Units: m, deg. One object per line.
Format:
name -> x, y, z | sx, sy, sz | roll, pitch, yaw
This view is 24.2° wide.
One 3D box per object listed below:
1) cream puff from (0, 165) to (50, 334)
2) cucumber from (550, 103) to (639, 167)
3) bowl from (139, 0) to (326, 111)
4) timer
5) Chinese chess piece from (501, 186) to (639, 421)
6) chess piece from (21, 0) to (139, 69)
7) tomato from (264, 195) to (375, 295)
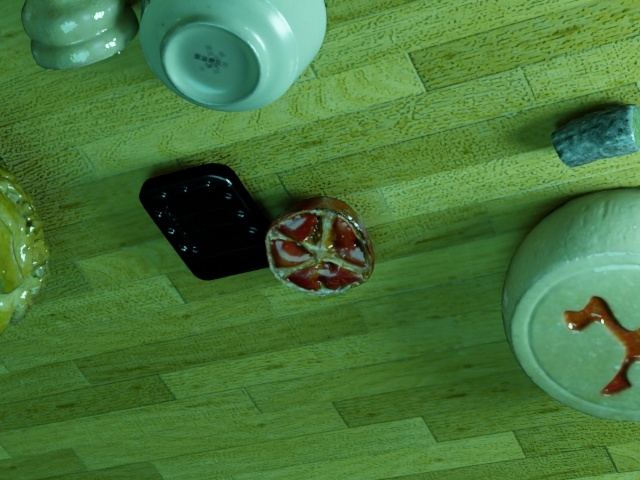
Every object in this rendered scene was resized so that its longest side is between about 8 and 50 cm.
cream puff -> -0.526, -0.012, 2.055 | 0.327, 0.231, 0.343 | 37, 137, -11
cucumber -> 0.339, -0.128, 1.827 | 0.112, 0.064, 0.064 | -14, 127, 30
bowl -> -0.117, -0.247, 1.802 | 0.238, 0.126, 0.237 | 7, 133, 7
timer -> -0.148, -0.029, 2.061 | 0.144, 0.055, 0.187 | -12, 131, 25
Chinese chess piece -> 0.407, 0.088, 1.951 | 0.338, 0.140, 0.338 | 7, 133, 8
chess piece -> -0.324, -0.344, 1.772 | 0.143, 0.142, 0.260 | -7, 124, 21
tomato -> 0.000, 0.000, 2.030 | 0.156, 0.069, 0.155 | 5, 127, 6
